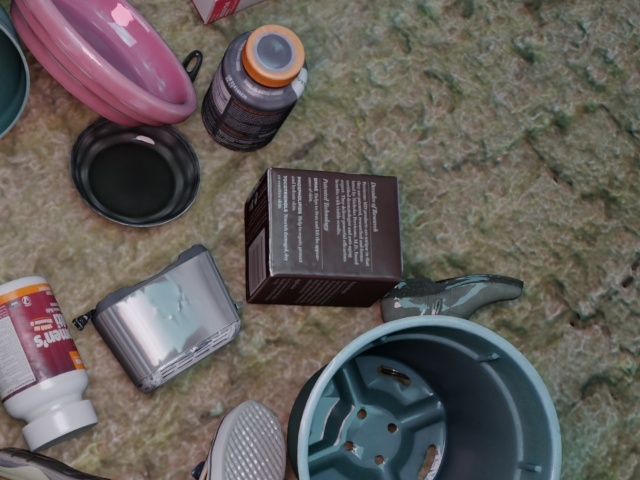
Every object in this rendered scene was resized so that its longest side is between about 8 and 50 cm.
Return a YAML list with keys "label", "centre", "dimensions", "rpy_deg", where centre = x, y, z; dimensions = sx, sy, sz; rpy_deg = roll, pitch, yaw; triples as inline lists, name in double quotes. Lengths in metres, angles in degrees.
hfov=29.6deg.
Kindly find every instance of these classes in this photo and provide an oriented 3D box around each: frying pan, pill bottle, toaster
- label: "frying pan"
  centre: [-0.281, -0.159, 1.846]
  dimensions: [0.197, 0.053, 0.326]
  rpy_deg: [6, 60, -16]
- label: "pill bottle"
  centre: [-0.095, -0.232, 1.816]
  dimensions: [0.130, 0.246, 0.131]
  rpy_deg: [5, 73, -15]
- label: "toaster"
  centre: [-0.223, 0.119, 1.735]
  dimensions: [0.227, 0.129, 0.146]
  rpy_deg: [-31, 86, -24]
- label: "pill bottle"
  centre: [-0.394, 0.170, 1.672]
  dimensions: [0.121, 0.121, 0.221]
  rpy_deg: [-22, 81, -21]

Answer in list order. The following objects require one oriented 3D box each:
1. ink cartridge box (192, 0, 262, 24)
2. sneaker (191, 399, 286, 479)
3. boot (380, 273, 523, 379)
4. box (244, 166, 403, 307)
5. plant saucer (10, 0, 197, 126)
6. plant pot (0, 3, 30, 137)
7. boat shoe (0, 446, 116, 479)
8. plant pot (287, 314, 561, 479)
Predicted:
- label: "ink cartridge box"
  centre: [-0.116, -0.481, 1.965]
  dimensions: [0.237, 0.100, 0.172]
  rpy_deg: [-26, 84, -21]
- label: "sneaker"
  centre: [-0.138, 0.373, 1.685]
  dimensions: [0.126, 0.127, 0.321]
  rpy_deg: [38, 40, -26]
- label: "boot"
  centre: [0.204, 0.137, 1.894]
  dimensions: [0.246, 0.083, 0.161]
  rpy_deg: [-3, 85, -15]
- label: "box"
  centre: [0.000, 0.000, 1.814]
  dimensions: [0.203, 0.168, 0.167]
  rpy_deg: [3, 72, -16]
- label: "plant saucer"
  centre: [-0.323, -0.281, 1.746]
  dimensions: [0.084, 0.332, 0.332]
  rpy_deg: [-42, 88, 16]
- label: "plant pot"
  centre: [-0.563, -0.280, 1.698]
  dimensions: [0.293, 0.293, 0.196]
  rpy_deg: [-2, 47, -17]
- label: "boat shoe"
  centre: [-0.311, 0.373, 1.611]
  dimensions: [0.324, 0.123, 0.117]
  rpy_deg: [15, 84, 18]
- label: "plant pot"
  centre: [0.106, 0.278, 1.649]
  dimensions: [0.341, 0.334, 0.341]
  rpy_deg: [1, 84, -11]
